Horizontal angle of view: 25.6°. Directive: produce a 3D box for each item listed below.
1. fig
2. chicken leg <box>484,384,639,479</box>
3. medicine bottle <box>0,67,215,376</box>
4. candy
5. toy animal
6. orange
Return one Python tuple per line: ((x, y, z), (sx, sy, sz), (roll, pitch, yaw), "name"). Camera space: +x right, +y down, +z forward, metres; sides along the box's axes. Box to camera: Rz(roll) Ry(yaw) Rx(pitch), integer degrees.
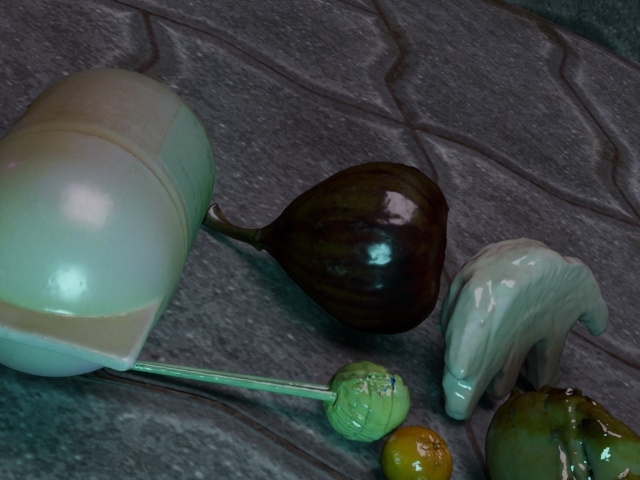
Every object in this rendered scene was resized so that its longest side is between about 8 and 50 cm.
((0.000, 0.000, 1.786), (0.321, 0.217, 0.217), (6, 20, 19), "fig")
((0.299, 0.326, 1.490), (0.153, 0.201, 0.429), (17, 38, -41), "chicken leg")
((-0.252, -0.002, 1.420), (0.236, 0.236, 0.406), (27, 26, -6), "medicine bottle")
((-0.059, 0.157, 1.537), (0.335, 0.092, 0.093), (12, 67, -18), "candy")
((0.212, 0.101, 1.824), (0.188, 0.266, 0.308), (29, 65, 31), "toy animal")
((0.106, 0.241, 1.543), (0.083, 0.070, 0.083), (26, 29, -16), "orange")
